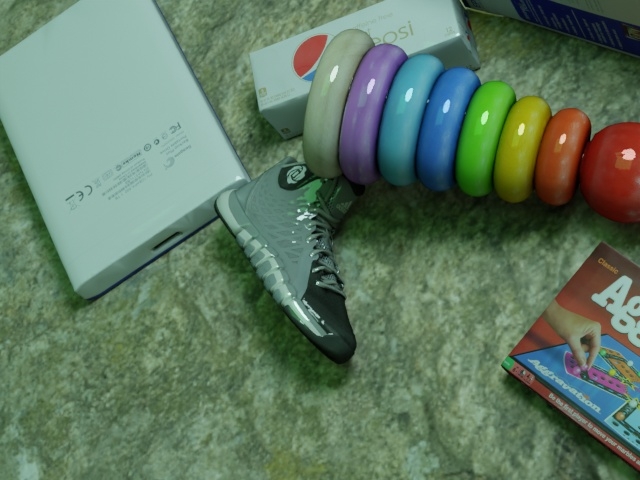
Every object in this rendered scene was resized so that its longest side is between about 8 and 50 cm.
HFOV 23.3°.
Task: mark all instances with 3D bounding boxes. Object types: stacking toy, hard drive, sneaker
[{"bbox_3d":[0.157,-0.088,1.396,0.330,0.141,0.141,15,74,13],"label":"stacking toy"},{"bbox_3d":[-0.221,-0.118,1.643,0.210,0.040,0.318,-33,58,8],"label":"hard drive"},{"bbox_3d":[0.000,0.000,1.464,0.132,0.086,0.228,-38,57,2],"label":"sneaker"}]

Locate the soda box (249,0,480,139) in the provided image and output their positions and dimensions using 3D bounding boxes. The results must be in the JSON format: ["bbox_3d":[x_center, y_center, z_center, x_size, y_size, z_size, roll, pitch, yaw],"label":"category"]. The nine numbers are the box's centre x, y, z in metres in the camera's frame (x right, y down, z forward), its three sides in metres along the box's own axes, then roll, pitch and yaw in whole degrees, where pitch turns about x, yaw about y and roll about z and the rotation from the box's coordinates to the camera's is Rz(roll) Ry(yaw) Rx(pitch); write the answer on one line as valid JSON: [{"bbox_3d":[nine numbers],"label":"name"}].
[{"bbox_3d":[0.042,-0.177,1.532,0.216,0.069,0.074,-19,61,17],"label":"soda box"}]

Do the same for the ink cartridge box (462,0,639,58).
[{"bbox_3d":[0.258,-0.232,1.400,0.333,0.165,0.065,22,78,30],"label":"ink cartridge box"}]

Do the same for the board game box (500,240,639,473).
[{"bbox_3d":[0.301,0.130,1.299,0.281,0.027,0.145,37,85,33],"label":"board game box"}]
